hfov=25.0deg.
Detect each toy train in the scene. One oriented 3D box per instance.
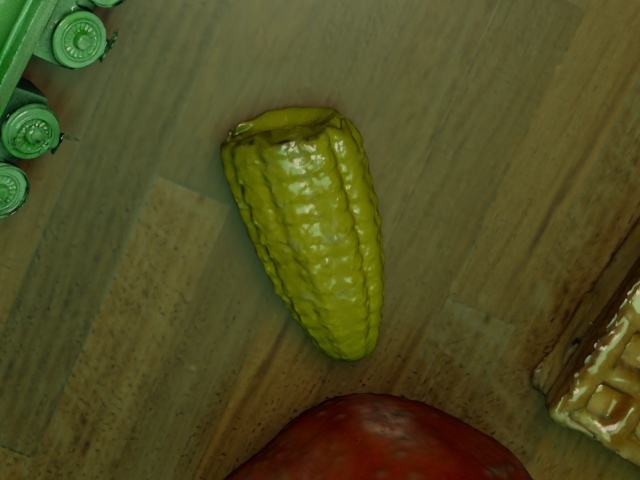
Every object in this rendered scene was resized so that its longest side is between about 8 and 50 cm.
[{"bbox_3d":[-0.227,-0.130,1.019,0.119,0.085,0.251,22,99,-44],"label":"toy train"}]

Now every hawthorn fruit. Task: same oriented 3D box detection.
[{"bbox_3d":[0.067,0.259,1.034,0.287,0.330,0.287,-2,93,-36],"label":"hawthorn fruit"}]

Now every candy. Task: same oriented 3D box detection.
[{"bbox_3d":[0.000,0.000,1.089,0.106,0.094,0.199,-5,113,32],"label":"candy"}]

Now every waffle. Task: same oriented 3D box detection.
[{"bbox_3d":[0.335,0.048,1.133,0.212,0.091,0.308,30,100,-12],"label":"waffle"}]
